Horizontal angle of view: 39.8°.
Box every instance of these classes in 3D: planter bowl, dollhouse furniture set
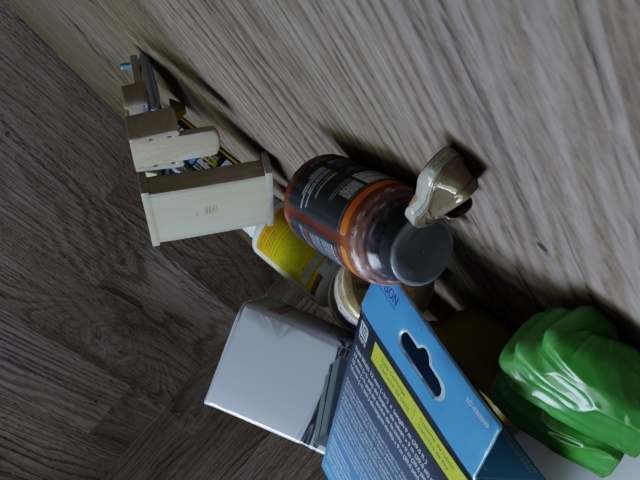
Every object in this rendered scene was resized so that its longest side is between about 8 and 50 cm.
[{"bbox_3d":[0.210,0.151,1.132,0.217,0.090,0.217,40,175,4],"label":"planter bowl"},{"bbox_3d":[-0.203,-0.193,1.404,0.286,0.198,0.303,93,164,-55],"label":"dollhouse furniture set"}]

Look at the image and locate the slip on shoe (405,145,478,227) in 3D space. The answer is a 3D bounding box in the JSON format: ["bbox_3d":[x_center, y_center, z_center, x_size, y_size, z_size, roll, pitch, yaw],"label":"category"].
[{"bbox_3d":[0.103,-0.034,0.724,0.041,0.051,0.135,42,166,12],"label":"slip on shoe"}]

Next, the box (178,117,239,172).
[{"bbox_3d":[-0.200,-0.115,1.848,0.257,0.079,0.322,37,172,23],"label":"box"}]

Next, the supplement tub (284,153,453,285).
[{"bbox_3d":[0.048,-0.018,0.890,0.106,0.106,0.198,45,173,-33],"label":"supplement tub"}]

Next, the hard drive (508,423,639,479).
[{"bbox_3d":[0.341,0.314,1.012,0.307,0.203,0.040,41,-158,1],"label":"hard drive"}]

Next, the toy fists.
[{"bbox_3d":[0.240,0.140,0.842,0.142,0.096,0.279,27,165,16],"label":"toy fists"}]

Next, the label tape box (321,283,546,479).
[{"bbox_3d":[0.122,0.219,0.967,0.249,0.115,0.348,56,143,44],"label":"label tape box"}]

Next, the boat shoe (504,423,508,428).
[{"bbox_3d":[0.240,0.282,1.169,0.059,0.063,0.170,44,177,30],"label":"boat shoe"}]

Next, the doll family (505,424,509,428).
[{"bbox_3d":[0.321,0.284,1.414,0.076,0.111,0.193,-3,149,17],"label":"doll family"}]

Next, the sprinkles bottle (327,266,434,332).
[{"bbox_3d":[0.076,0.070,1.251,0.121,0.121,0.355,41,173,4],"label":"sprinkles bottle"}]

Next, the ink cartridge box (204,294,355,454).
[{"bbox_3d":[0.049,0.237,1.378,0.395,0.166,0.285,23,180,5],"label":"ink cartridge box"}]

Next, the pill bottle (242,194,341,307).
[{"bbox_3d":[-0.035,0.010,1.516,0.215,0.117,0.117,38,173,23],"label":"pill bottle"}]
